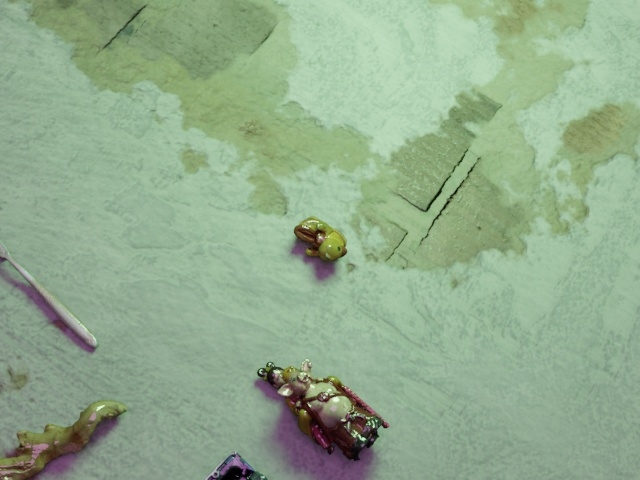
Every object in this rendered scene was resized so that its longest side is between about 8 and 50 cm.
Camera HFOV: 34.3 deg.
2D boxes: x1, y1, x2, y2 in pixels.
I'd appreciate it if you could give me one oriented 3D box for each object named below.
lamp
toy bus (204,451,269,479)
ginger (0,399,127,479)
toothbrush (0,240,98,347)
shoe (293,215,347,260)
[{"bbox_3d":[-0.003,0.293,1.897,0.253,0.118,0.118,41,72,10],"label":"lamp"},{"bbox_3d":[-0.105,0.486,1.802,0.234,0.133,0.116,42,73,6],"label":"toy bus"},{"bbox_3d":[-0.484,0.360,1.864,0.288,0.075,0.089,-31,69,-10],"label":"ginger"},{"bbox_3d":[-0.530,0.098,1.983,0.307,0.029,0.025,43,83,10],"label":"toothbrush"},{"bbox_3d":[-0.003,0.001,2.033,0.109,0.072,0.069,54,36,11],"label":"shoe"}]
